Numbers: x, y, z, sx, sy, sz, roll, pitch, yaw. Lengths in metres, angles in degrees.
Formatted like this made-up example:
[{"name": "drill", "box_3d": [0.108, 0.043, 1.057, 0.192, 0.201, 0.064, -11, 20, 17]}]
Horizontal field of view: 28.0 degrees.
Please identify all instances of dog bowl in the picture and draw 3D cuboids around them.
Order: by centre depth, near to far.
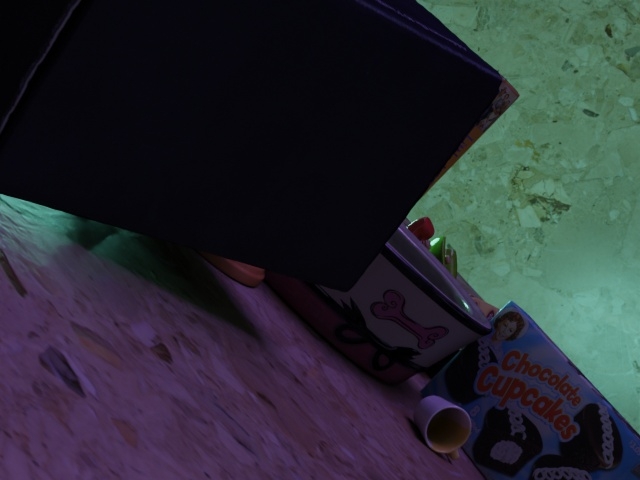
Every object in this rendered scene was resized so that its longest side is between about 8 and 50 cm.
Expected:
[{"name": "dog bowl", "box_3d": [0.038, 0.027, 1.745, 0.408, 0.150, 0.408, 44, 7, -7]}]

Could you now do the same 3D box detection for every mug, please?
[{"name": "mug", "box_3d": [0.145, 0.231, 1.596, 0.062, 0.078, 0.064, 5, 14, -21]}]

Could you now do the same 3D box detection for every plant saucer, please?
[{"name": "plant saucer", "box_3d": [-0.136, -0.026, 1.535, 0.200, 0.037, 0.200, 43, 7, -6]}]

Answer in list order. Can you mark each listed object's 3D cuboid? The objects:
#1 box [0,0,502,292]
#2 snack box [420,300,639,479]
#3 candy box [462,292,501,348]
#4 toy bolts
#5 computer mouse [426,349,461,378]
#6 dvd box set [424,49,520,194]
[{"name": "box", "box_3d": [-0.159, -0.238, 1.287, 0.480, 0.297, 0.472, 18, 23, -45]}, {"name": "snack box", "box_3d": [0.285, 0.245, 1.707, 0.060, 0.187, 0.322, 37, 10, -42]}, {"name": "candy box", "box_3d": [0.205, 0.120, 2.098, 0.183, 0.088, 0.316, 22, -2, 29]}, {"name": "toy bolts", "box_3d": [0.144, 0.066, 2.362, 0.228, 0.158, 0.218, 50, 39, -56]}, {"name": "computer mouse", "box_3d": [0.278, 0.257, 2.049, 0.272, 0.072, 0.188, 43, 8, -10]}, {"name": "dvd box set", "box_3d": [0.108, -0.178, 2.208, 0.062, 0.420, 0.307, 38, 9, -40]}]
